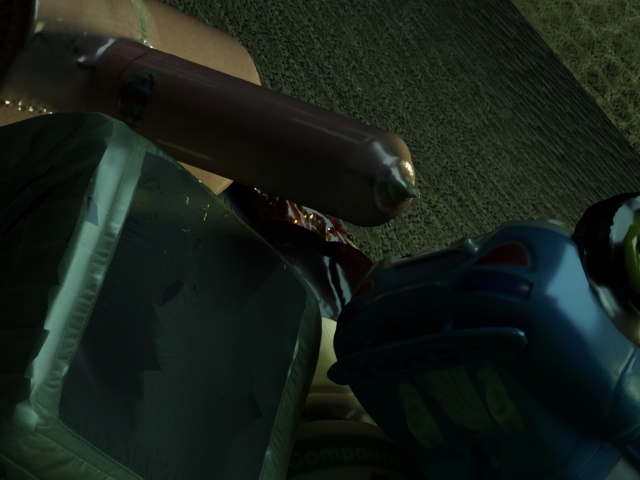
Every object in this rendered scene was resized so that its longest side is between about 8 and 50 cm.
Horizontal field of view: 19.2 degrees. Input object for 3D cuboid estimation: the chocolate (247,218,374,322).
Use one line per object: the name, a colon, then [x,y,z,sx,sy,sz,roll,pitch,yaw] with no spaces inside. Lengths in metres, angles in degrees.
chocolate: [-0.016,0.042,1.292,0.148,0.080,0.125,26,36,-31]

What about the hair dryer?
hair dryer: [-0.063,-0.064,1.078,0.352,0.125,0.210,24,2,41]

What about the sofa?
sofa: [-0.132,0.074,0.986,0.210,0.176,0.225,40,51,-39]

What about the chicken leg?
chicken leg: [-0.002,0.000,1.502,0.219,0.048,0.089,54,21,-4]

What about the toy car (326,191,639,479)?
toy car: [0.146,0.117,1.023,0.314,0.198,0.166,48,53,-23]

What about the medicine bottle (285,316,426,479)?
medicine bottle: [-0.001,0.164,1.064,0.139,0.139,0.237,39,23,-41]
